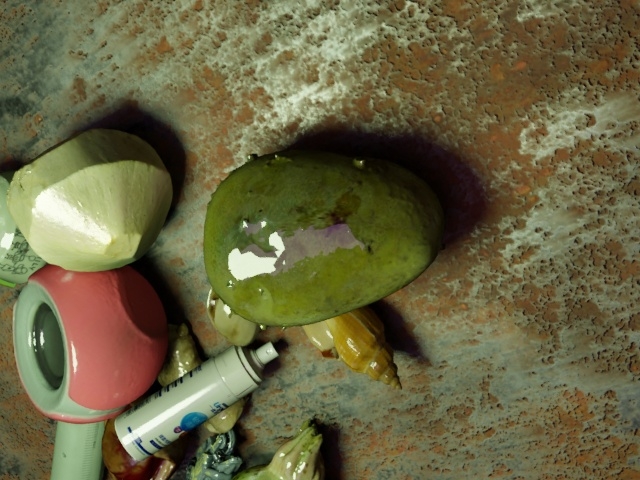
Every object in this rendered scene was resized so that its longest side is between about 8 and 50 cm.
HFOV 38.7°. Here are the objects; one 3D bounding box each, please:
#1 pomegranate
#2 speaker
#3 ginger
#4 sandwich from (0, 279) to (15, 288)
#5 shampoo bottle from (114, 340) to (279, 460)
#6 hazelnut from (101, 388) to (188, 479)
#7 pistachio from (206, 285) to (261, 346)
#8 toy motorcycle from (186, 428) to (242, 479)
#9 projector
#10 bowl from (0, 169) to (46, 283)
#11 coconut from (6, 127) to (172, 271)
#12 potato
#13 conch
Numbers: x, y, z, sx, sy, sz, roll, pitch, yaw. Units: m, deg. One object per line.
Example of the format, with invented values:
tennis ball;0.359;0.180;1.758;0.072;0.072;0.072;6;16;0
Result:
pomegranate;-0.055;0.468;1.610;0.276;0.222;0.204;-42;72;17
speaker;-0.413;0.175;1.596;0.294;0.294;0.294;10;117;20
ginger;-0.231;0.258;1.666;0.213;0.074;0.137;44;104;-5
sandwich;-0.637;0.029;1.781;0.116;0.074;0.074;25;127;-27
shampoo bottle;-0.206;0.267;1.580;0.303;0.092;0.092;-31;99;3
hazelnut;-0.338;0.369;1.714;0.170;0.160;0.201;-7;118;21
pistachio;-0.135;0.106;1.539;0.113;0.113;0.149;22;113;14
toy motorcycle;-0.202;0.439;1.716;0.061;0.124;0.193;12;138;-33
projector;-0.477;0.406;1.827;0.108;0.108;0.337;23;121;13
bowl;-0.573;-0.029;1.613;0.211;0.112;0.211;-3;84;35
coconut;-0.366;-0.060;1.469;0.259;0.259;0.259;10;117;20
potato;0.001;-0.019;1.352;0.359;0.219;0.269;-17;92;17
conch;0.024;0.116;1.488;0.330;0.093;0.109;51;143;19
